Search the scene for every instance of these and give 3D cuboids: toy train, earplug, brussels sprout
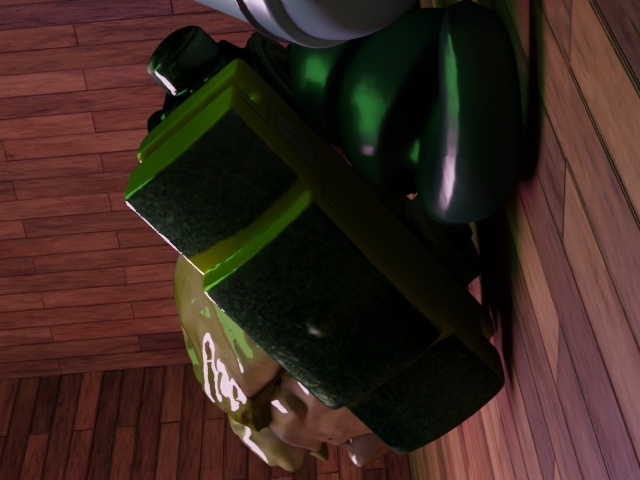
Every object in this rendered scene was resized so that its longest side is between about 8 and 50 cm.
[{"bbox_3d":[0.000,0.000,1.157,0.442,0.179,0.272,44,-159,-21],"label":"toy train"},{"bbox_3d":[0.067,-0.114,0.996,0.257,0.280,0.164,11,-74,-57],"label":"earplug"},{"bbox_3d":[-0.009,0.065,1.587,0.425,0.342,0.361,87,169,-57],"label":"brussels sprout"}]

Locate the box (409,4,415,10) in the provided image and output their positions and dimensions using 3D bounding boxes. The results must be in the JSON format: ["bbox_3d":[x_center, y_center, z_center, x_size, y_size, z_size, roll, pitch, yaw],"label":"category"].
[{"bbox_3d":[0.124,-0.244,1.803,0.211,0.045,0.270,84,-179,-47],"label":"box"}]

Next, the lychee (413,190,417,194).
[{"bbox_3d":[0.098,-0.116,1.656,0.129,0.123,0.123,-36,50,48],"label":"lychee"}]

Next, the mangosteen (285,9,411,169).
[{"bbox_3d":[0.054,-0.160,1.417,0.216,0.216,0.216,-5,-90,-89],"label":"mangosteen"}]

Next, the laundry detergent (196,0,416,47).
[{"bbox_3d":[-0.044,-0.295,0.844,0.287,0.305,0.287,-46,-30,-36],"label":"laundry detergent"}]
